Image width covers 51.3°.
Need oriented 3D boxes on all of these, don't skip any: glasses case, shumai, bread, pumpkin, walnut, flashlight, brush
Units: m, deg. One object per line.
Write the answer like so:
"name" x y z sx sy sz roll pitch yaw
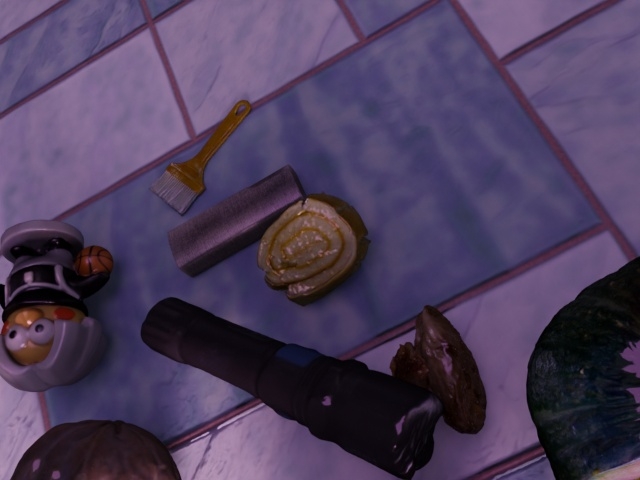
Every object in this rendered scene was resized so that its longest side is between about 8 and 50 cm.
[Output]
"glasses case" -0.117 -0.029 0.949 0.205 0.047 0.070 -29 62 8
"shumai" 0.133 0.156 0.748 0.105 0.123 0.139 -46 75 11
"bread" -0.012 0.012 0.870 0.156 0.064 0.117 -37 77 21
"pumpkin" 0.328 0.106 0.613 0.293 0.263 0.196 -24 58 10
"walnut" -0.266 0.324 0.787 0.224 0.224 0.224 -7 68 18
"flashlight" -0.059 0.157 0.790 0.424 0.103 0.103 14 75 35
"brush" -0.177 -0.138 1.034 0.083 0.011 0.205 35 84 29

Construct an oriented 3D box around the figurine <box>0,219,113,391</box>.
"figurine" -0.383 0.097 0.954 0.176 0.133 0.236 -13 60 2
